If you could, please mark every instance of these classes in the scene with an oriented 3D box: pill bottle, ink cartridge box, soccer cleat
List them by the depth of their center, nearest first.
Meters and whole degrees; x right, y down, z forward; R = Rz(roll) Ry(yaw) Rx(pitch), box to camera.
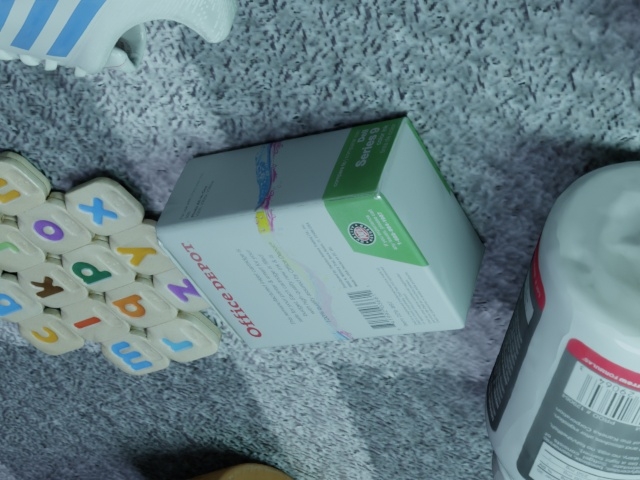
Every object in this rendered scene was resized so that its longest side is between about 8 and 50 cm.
[{"bbox_3d":[-0.209,-0.162,0.975,0.331,0.116,0.143,-6,135,30],"label":"soccer cleat"},{"bbox_3d":[0.222,0.103,1.053,0.176,0.176,0.319,16,142,6],"label":"pill bottle"},{"bbox_3d":[0.000,0.000,1.099,0.212,0.093,0.154,-10,132,32],"label":"ink cartridge box"}]

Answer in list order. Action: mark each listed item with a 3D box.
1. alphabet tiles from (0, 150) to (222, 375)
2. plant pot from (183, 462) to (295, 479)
[{"bbox_3d":[-0.227,0.028,1.296,0.278,0.021,0.284,-20,128,40],"label":"alphabet tiles"},{"bbox_3d":[-0.108,0.368,1.476,0.291,0.291,0.203,38,122,-22],"label":"plant pot"}]
